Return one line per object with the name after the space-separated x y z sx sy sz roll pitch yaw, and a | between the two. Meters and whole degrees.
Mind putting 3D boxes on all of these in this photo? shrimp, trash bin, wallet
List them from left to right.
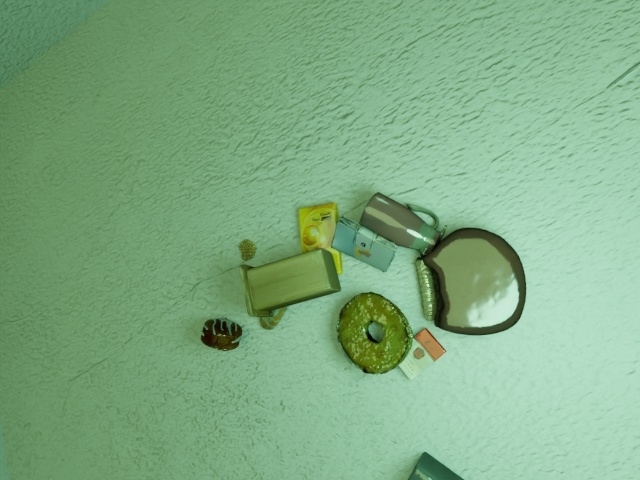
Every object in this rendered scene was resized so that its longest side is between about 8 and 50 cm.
-0.172 0.267 1.580 0.184 0.043 0.091 -48 66 10 | shrimp
0.151 0.012 1.419 0.231 0.170 0.069 26 55 12 | wallet
0.384 0.762 1.223 0.236 0.176 0.101 30 95 27 | trash bin

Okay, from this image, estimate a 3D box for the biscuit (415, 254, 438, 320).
0.358 0.158 1.375 0.055 0.061 0.219 -24 71 56 | biscuit

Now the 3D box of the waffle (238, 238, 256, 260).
-0.303 0.036 1.678 0.078 0.016 0.085 -36 72 9 | waffle

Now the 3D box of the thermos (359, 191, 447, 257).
0.287 -0.055 1.397 0.265 0.146 0.176 27 69 18 | thermos

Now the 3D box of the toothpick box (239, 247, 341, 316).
-0.102 0.146 1.455 0.308 0.190 0.188 -17 74 14 | toothpick box

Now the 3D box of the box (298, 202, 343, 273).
0.000 0.000 1.548 0.152 0.043 0.269 -9 81 19 | box

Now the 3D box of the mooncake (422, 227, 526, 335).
0.469 0.140 1.269 0.334 0.174 0.326 -45 72 8 | mooncake

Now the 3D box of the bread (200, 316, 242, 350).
-0.385 0.361 1.589 0.160 0.160 0.073 18 103 23 | bread

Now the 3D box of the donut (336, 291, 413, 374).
0.191 0.313 1.381 0.272 0.107 0.272 -9 73 32 | donut

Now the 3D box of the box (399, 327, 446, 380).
0.328 0.379 1.364 0.152 0.048 0.100 -45 71 13 | box
